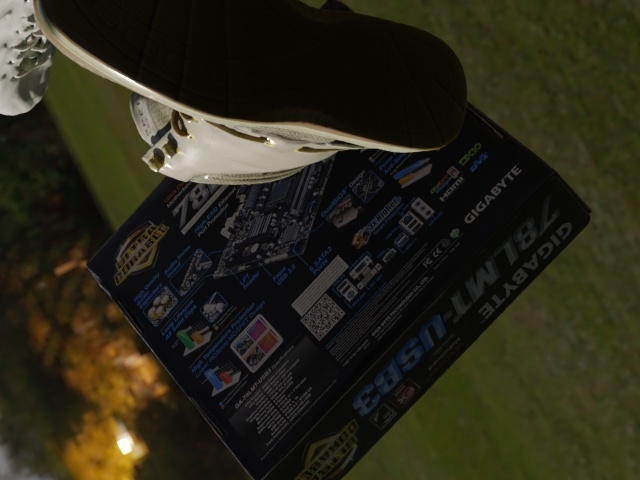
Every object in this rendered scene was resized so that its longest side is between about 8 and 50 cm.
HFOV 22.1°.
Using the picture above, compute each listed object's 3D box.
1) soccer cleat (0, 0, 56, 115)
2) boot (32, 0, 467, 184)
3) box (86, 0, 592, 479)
[{"bbox_3d":[-0.171,-0.137,0.934,0.076,0.068,0.196,25,143,17],"label":"soccer cleat"},{"bbox_3d":[-0.060,-0.077,0.782,0.165,0.213,0.077,-10,70,58],"label":"boot"},{"bbox_3d":[0.000,0.000,1.204,0.073,0.295,0.293,42,-178,-44],"label":"box"}]
